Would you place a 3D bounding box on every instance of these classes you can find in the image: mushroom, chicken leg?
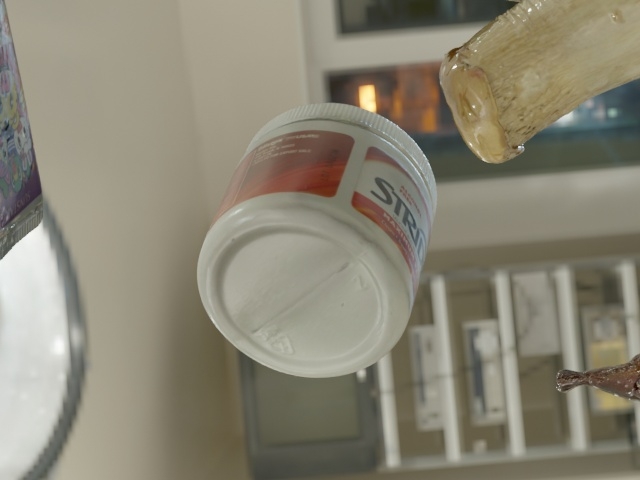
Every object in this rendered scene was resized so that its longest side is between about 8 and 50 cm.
[{"bbox_3d":[0.230,-0.186,1.222,0.095,0.351,0.123,52,180,-38],"label":"mushroom"},{"bbox_3d":[0.327,0.133,1.735,0.219,0.089,0.048,-11,65,59],"label":"chicken leg"}]

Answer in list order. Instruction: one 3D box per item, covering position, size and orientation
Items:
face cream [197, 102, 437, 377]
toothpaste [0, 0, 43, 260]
[{"bbox_3d":[0.000,0.000,1.653,0.187,0.201,0.201,-70,-20,-53],"label":"face cream"},{"bbox_3d":[-0.232,-0.134,1.129,0.114,0.073,0.299,-63,-37,-69],"label":"toothpaste"}]
